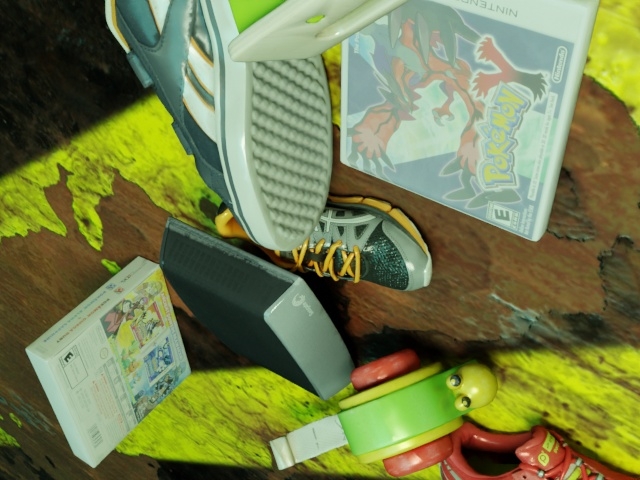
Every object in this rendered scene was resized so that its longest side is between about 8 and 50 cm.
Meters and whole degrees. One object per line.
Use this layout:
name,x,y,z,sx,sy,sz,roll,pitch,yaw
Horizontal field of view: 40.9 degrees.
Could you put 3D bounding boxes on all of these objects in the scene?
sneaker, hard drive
sneaker,-0.079,-0.147,0.679,0.127,0.126,0.321,7,119,33
sneaker,0.000,0.000,0.779,0.215,0.083,0.084,22,136,25
sneaker,0.221,0.228,0.777,0.279,0.107,0.118,0,118,41
hard drive,-0.060,0.080,0.869,0.172,0.054,0.254,24,160,25

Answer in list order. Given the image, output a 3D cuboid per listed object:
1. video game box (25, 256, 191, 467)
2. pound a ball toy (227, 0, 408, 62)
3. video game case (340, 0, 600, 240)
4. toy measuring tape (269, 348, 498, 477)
video game box,-0.256,0.152,1.077,0.048,0.187,0.205,23,138,31
pound a ball toy,0.054,-0.255,0.461,0.319,0.136,0.208,-21,88,45
video game case,0.095,-0.109,0.633,0.183,0.023,0.201,25,139,25
toy measuring tape,0.033,0.187,0.854,0.330,0.121,0.121,-29,103,40
